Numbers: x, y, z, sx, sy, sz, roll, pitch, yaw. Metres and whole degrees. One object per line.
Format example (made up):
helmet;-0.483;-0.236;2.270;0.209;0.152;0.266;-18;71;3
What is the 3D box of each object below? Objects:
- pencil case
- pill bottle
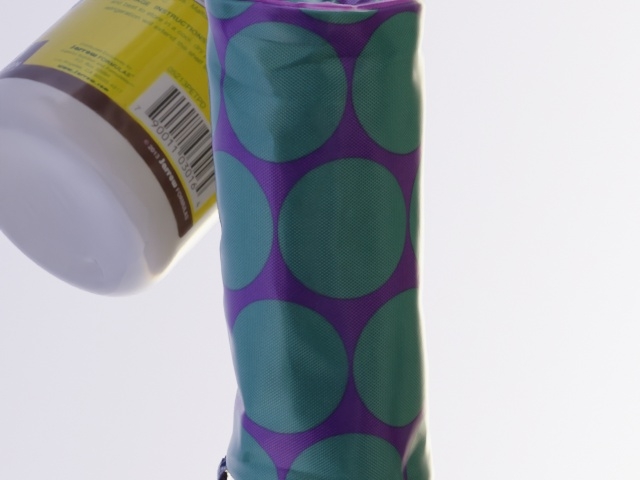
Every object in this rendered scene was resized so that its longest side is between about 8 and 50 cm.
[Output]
pencil case;0.000;0.000;0.566;0.070;0.064;0.152;-106;14;-77
pill bottle;-0.060;-0.081;0.921;0.215;0.117;0.117;-48;-39;-35
